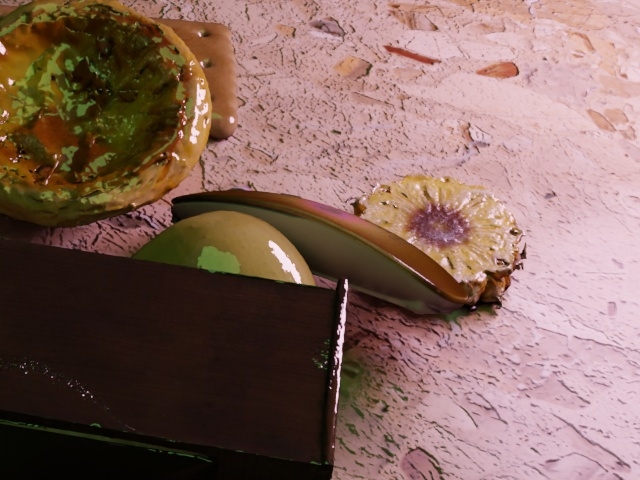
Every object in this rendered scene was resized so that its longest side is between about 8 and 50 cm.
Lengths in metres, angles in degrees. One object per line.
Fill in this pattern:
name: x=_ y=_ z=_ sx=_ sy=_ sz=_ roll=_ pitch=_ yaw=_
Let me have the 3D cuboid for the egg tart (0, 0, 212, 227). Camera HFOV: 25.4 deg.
egg tart: x=-0.259 y=-0.123 z=1.499 sx=0.290 sy=0.115 sz=0.290 roll=0 pitch=62 yaw=0

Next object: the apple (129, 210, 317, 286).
apple: x=-0.089 y=0.066 z=1.302 sx=0.200 sy=0.200 sz=0.200 roll=7 pitch=42 yaw=-6

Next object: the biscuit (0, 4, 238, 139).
biscuit: x=-0.259 y=-0.203 z=1.662 sx=0.325 sy=0.044 sz=0.217 roll=4 pitch=44 yaw=-9

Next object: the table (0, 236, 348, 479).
table: x=-0.139 y=0.161 z=1.139 sx=0.282 sy=0.250 sz=0.196 roll=9 pitch=43 yaw=-2

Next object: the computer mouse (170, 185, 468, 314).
computer mouse: x=0.000 y=0.000 z=1.415 sx=0.310 sy=0.071 sz=0.158 roll=19 pitch=3 yaw=21

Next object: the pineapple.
pineapple: x=0.126 y=-0.008 z=1.536 sx=0.221 sy=0.047 sz=0.221 roll=6 pitch=41 yaw=-5
